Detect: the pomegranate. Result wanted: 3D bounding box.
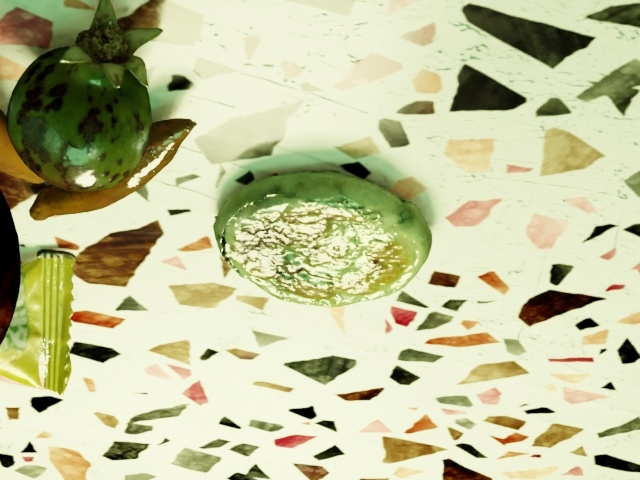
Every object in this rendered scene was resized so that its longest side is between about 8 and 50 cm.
[{"bbox_3d":[-0.213,-0.123,1.534,0.148,0.148,0.169,21,144,-27],"label":"pomegranate"}]

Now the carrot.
[{"bbox_3d":[-0.320,-0.105,1.585,0.069,0.069,0.336,-3,170,8],"label":"carrot"}]

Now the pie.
[{"bbox_3d":[0.000,0.000,1.796,0.240,0.054,0.240,2,146,2],"label":"pie"}]

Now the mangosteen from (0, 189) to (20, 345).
[{"bbox_3d":[-0.470,0.024,1.666,0.347,0.307,0.307,26,157,26],"label":"mangosteen"}]

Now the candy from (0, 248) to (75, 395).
[{"bbox_3d":[-0.430,0.088,1.910,0.297,0.081,0.187,5,115,4],"label":"candy"}]

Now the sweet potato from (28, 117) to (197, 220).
[{"bbox_3d":[-0.214,-0.067,1.698,0.057,0.057,0.264,27,140,-34],"label":"sweet potato"}]
